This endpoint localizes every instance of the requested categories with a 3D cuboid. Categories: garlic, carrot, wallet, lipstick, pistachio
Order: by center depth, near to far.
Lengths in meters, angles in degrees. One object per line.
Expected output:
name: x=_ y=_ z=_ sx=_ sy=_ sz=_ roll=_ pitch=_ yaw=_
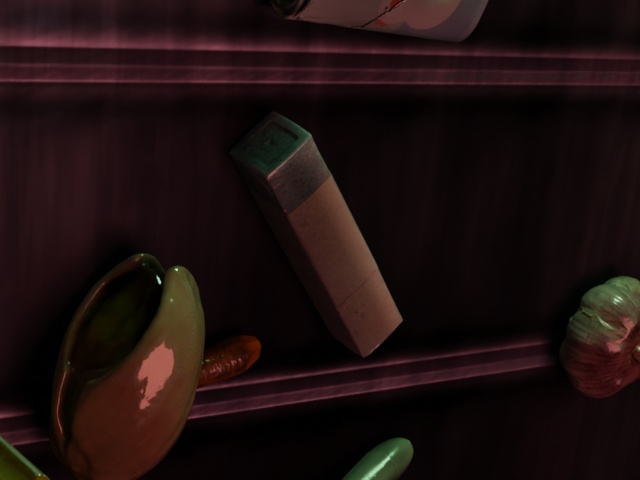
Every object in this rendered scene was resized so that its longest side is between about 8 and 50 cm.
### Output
pistachio: x=-0.183 y=0.130 z=1.884 sx=0.153 sy=0.138 sz=0.238 roll=-7 pitch=116 yaw=-57
wallet: x=0.075 y=-0.286 z=1.919 sx=0.250 sy=0.075 sz=0.176 roll=2 pitch=120 yaw=-45
carrot: x=-0.136 y=0.135 z=2.010 sx=0.171 sy=0.042 sz=0.042 roll=-17 pitch=127 yaw=-35
lipstick: x=0.000 y=0.000 z=2.035 sx=0.068 sy=0.066 sz=0.317 roll=-44 pitch=139 yaw=-15
garlic: x=0.372 y=0.126 z=2.466 sx=0.147 sy=0.102 sz=0.159 roll=6 pitch=110 yaw=-46

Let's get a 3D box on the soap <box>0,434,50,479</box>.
soap: x=-0.314 y=0.241 z=1.748 sx=0.073 sy=0.232 sz=0.140 roll=-14 pitch=125 yaw=-40

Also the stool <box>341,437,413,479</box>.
stool: x=0.075 y=0.362 z=2.262 sx=0.199 sy=0.195 sz=0.195 roll=-28 pitch=133 yaw=-38
